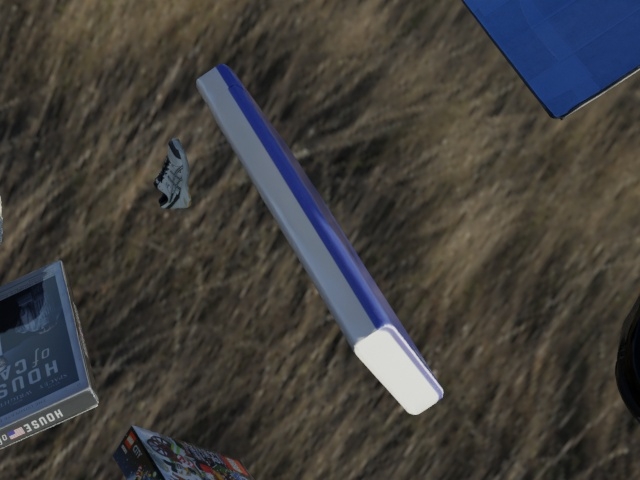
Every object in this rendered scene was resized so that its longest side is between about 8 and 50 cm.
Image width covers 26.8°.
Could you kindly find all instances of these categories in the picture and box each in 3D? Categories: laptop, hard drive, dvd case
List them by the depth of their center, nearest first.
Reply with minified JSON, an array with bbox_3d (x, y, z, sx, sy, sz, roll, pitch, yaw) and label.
[{"bbox_3d":[0.000,0.000,1.267,0.319,0.040,0.210,58,3,29],"label":"hard drive"},{"bbox_3d":[-0.330,0.126,1.383,0.179,0.030,0.239,-25,35,-3],"label":"dvd case"},{"bbox_3d":[0.301,-0.433,1.544,0.408,0.382,0.236,55,4,-26],"label":"laptop"}]

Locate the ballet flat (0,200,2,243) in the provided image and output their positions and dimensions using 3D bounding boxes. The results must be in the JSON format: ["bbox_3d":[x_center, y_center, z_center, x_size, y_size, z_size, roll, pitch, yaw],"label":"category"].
[{"bbox_3d":[-0.464,-0.102,1.573,0.147,0.147,0.409,11,32,-27],"label":"ballet flat"}]

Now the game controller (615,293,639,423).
[{"bbox_3d":[0.322,0.107,0.820,0.319,0.067,0.166,35,72,-12],"label":"game controller"}]

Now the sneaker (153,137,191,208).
[{"bbox_3d":[-0.155,-0.066,1.386,0.037,0.083,0.032,-9,35,-12],"label":"sneaker"}]

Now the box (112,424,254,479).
[{"bbox_3d":[-0.108,0.294,1.419,0.159,0.044,0.233,25,12,-38],"label":"box"}]
